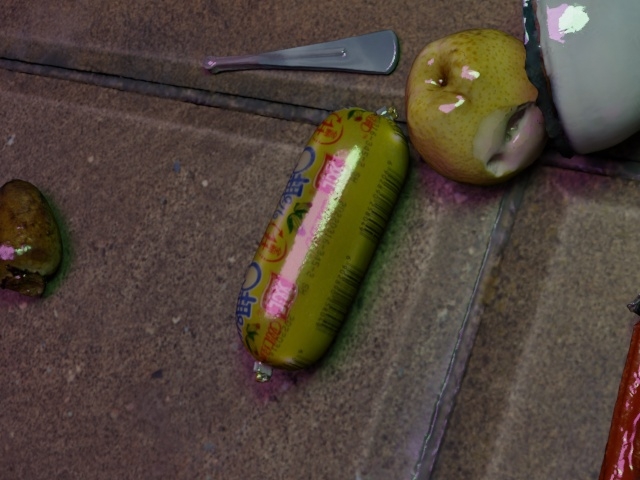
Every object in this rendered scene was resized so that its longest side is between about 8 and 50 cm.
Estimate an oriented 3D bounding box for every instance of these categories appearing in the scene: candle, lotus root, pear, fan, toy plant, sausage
[{"bbox_3d":[0.317,0.168,1.088,0.084,0.059,0.302,9,79,18],"label":"candle"},{"bbox_3d":[-0.408,-0.020,1.533,0.108,0.094,0.191,-9,58,-11],"label":"lotus root"},{"bbox_3d":[0.167,-0.146,1.216,0.178,0.178,0.178,-10,68,26],"label":"pear"},{"bbox_3d":[-0.030,-0.227,1.437,0.281,0.023,0.057,-1,81,28],"label":"fan"},{"bbox_3d":[0.378,-0.213,1.099,0.332,0.247,0.247,-8,69,22],"label":"toy plant"},{"bbox_3d":[0.000,0.000,1.281,0.123,0.123,0.347,21,83,32],"label":"sausage"}]
